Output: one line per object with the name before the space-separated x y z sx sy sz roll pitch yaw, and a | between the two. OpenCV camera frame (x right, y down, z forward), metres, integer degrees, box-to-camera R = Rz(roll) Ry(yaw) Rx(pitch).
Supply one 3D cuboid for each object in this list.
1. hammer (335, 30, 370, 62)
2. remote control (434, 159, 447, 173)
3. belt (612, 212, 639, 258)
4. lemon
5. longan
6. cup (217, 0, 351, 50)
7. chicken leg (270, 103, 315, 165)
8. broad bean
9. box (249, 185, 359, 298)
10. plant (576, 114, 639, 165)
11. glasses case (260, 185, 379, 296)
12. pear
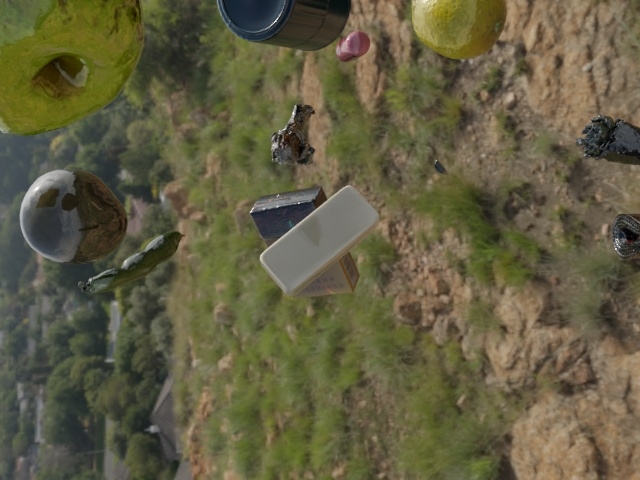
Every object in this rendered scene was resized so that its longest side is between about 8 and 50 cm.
hammer | 0.050 -0.299 0.996 0.083 0.043 0.043 -159 72 -76
remote control | 0.262 -0.157 1.408 0.016 0.091 0.034 -36 80 14
belt | 0.619 -0.015 1.142 0.359 0.094 0.126 39 -143 -82
lemon | 0.393 -0.657 1.865 0.320 0.245 0.245 38 124 35
longan | -0.597 -0.057 1.578 0.248 0.248 0.248 -4 86 62
cup | -0.066 -0.612 1.610 0.308 0.292 0.242 -8 98 30
chicken leg | -0.075 -0.277 1.731 0.080 0.125 0.196 72 -165 -54
broad bean | -0.371 0.046 1.329 0.065 0.254 0.046 28 133 27
box | -0.051 0.013 2.341 0.264 0.116 0.415 -7 124 27
plant | 0.605 -0.202 1.329 0.143 0.092 0.094 23 87 18
glasses case | 0.000 0.000 1.788 0.144 0.336 0.076 49 168 15
pear | -0.481 -0.370 1.019 0.391 0.391 0.391 -4 86 62
